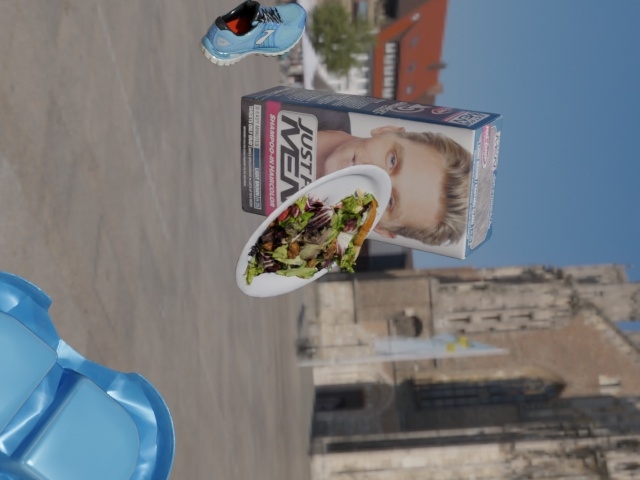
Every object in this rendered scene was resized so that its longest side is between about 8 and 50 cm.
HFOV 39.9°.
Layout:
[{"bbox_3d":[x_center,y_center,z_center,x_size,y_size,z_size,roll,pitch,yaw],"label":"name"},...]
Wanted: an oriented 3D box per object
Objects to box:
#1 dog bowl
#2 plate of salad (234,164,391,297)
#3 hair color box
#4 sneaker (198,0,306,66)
[{"bbox_3d":[-0.273,0.156,0.824,0.297,0.074,0.166,47,58,-23],"label":"dog bowl"},{"bbox_3d":[0.000,0.000,0.931,0.048,0.200,0.200,53,-16,25],"label":"plate of salad"},{"bbox_3d":[0.060,-0.101,1.197,0.105,0.347,0.173,-30,127,-54],"label":"hair color box"},{"bbox_3d":[-0.077,-0.278,1.140,0.063,0.162,0.073,52,-35,13],"label":"sneaker"}]
